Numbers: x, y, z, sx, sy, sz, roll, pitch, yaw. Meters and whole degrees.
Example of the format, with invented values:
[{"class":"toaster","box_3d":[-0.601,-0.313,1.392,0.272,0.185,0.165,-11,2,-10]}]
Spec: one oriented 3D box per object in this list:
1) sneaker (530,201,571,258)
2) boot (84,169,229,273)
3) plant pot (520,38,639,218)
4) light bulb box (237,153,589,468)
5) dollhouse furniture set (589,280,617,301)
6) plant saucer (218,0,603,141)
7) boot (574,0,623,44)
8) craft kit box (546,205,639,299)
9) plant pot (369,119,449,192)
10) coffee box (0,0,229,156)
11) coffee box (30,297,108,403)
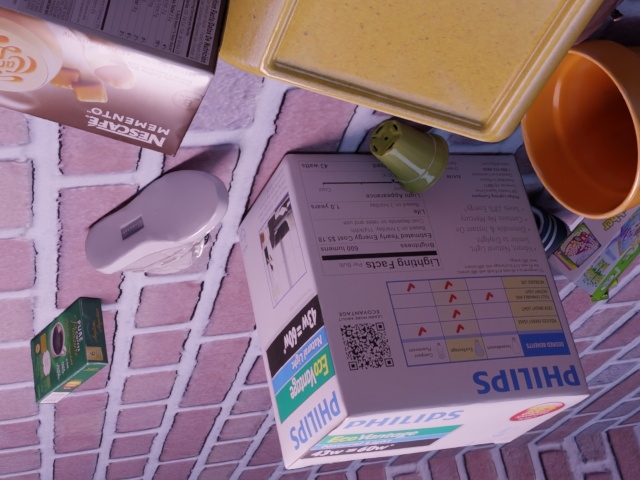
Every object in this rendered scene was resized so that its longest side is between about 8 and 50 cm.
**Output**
[{"class":"sneaker","box_3d":[0.248,0.026,1.742,0.282,0.099,0.153,-28,158,16]},{"class":"boot","box_3d":[-0.185,-0.020,1.454,0.258,0.095,0.123,-20,163,37]},{"class":"plant pot","box_3d":[0.376,-0.150,1.320,0.188,0.205,0.205,-19,161,-25]},{"class":"light bulb box","box_3d":[0.112,0.089,1.490,0.358,0.361,0.225,-2,154,-23]},{"class":"dollhouse furniture set","box_3d":[0.493,0.045,2.014,0.076,0.058,0.151,-14,139,22]},{"class":"plant saucer","box_3d":[0.090,-0.217,0.947,0.333,0.081,0.332,14,139,-13]},{"class":"boot","box_3d":[0.301,-0.296,1.084,0.248,0.090,0.207,-45,169,16]},{"class":"craft kit box","box_3d":[0.440,-0.034,1.578,0.246,0.061,0.250,-49,158,9]},{"class":"plant pot","box_3d":[0.105,-0.114,1.399,0.083,0.083,0.079,-29,139,33]},{"class":"coffee box","box_3d":[-0.219,-0.178,0.960,0.246,0.098,0.141,16,149,-16]},{"class":"coffee box","box_3d":[-0.396,0.176,1.741,0.040,0.113,0.184,9,147,-38]}]
